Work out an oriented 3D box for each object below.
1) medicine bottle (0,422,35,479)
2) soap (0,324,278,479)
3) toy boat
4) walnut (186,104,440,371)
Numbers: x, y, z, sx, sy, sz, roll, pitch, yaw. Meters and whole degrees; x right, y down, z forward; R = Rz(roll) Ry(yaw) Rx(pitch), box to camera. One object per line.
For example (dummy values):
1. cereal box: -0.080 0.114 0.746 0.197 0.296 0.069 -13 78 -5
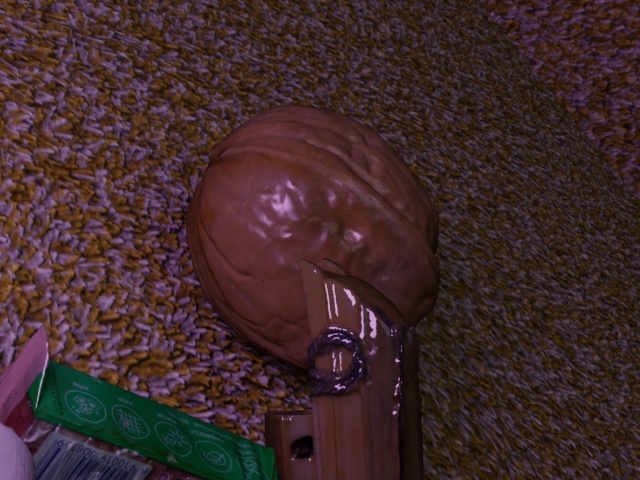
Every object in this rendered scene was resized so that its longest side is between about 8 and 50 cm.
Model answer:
1. medicine bottle: -0.292 0.309 0.901 0.211 0.211 0.371 29 39 -36
2. soap: -0.179 0.211 1.170 0.273 0.218 0.098 26 25 -32
3. toy boat: 0.022 0.239 1.379 0.136 0.162 0.445 3 85 -66
4. walnut: -0.001 0.001 1.557 0.313 0.252 0.277 34 33 -18
